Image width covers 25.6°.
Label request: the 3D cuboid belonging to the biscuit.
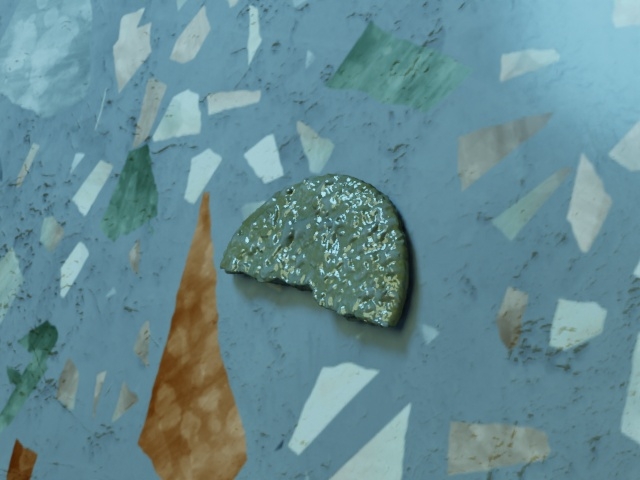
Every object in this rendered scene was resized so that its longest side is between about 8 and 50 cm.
[{"bbox_3d":[0.004,-0.002,1.369,0.250,0.032,0.133,18,83,46],"label":"biscuit"}]
